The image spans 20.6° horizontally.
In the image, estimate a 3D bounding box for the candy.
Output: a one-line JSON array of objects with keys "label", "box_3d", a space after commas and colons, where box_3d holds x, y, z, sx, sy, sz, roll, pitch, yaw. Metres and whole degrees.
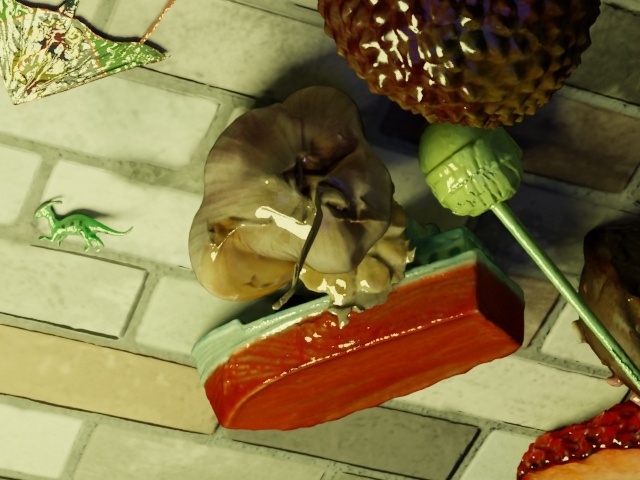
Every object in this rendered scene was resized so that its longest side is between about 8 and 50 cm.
[{"label": "candy", "box_3d": [0.206, 0.024, 1.566, 0.092, 0.093, 0.335, -38, 90, -17]}]

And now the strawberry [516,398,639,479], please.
[{"label": "strawberry", "box_3d": [0.326, 0.216, 1.834, 0.237, 0.111, 0.190, -2, 143, 22]}]

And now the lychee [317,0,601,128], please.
[{"label": "lychee", "box_3d": [0.112, -0.200, 1.386, 0.236, 0.236, 0.271, -25, 143, 10]}]

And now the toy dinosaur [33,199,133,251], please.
[{"label": "toy dinosaur", "box_3d": [-0.219, -0.017, 1.605, 0.083, 0.021, 0.062, -26, 115, 13]}]

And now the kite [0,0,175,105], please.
[{"label": "kite", "box_3d": [-0.204, -0.204, 1.468, 0.198, 0.006, 0.244, 25, 121, -25]}]

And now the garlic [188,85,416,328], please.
[{"label": "garlic", "box_3d": [0.000, 0.000, 1.503, 0.207, 0.256, 0.207, -8, 128, -10]}]

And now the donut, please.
[{"label": "donut", "box_3d": [0.416, 0.110, 1.656, 0.345, 0.259, 0.136, 10, 118, -18]}]

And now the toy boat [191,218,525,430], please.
[{"label": "toy boat", "box_3d": [0.021, 0.076, 1.657, 0.332, 0.133, 0.145, -22, 147, 22]}]
